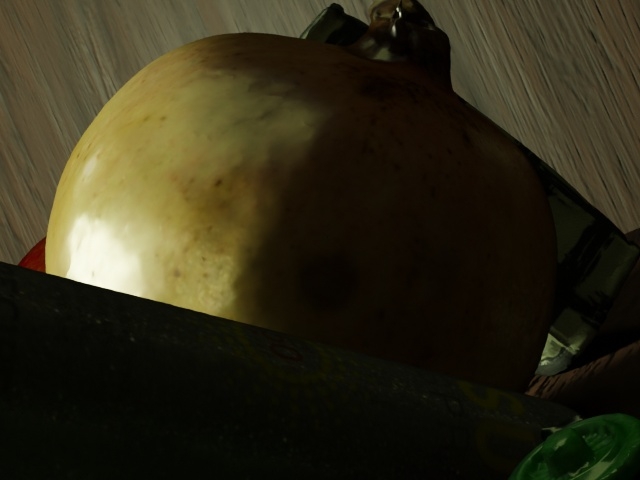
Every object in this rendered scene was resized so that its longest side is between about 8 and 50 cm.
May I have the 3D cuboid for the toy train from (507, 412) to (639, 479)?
[{"bbox_3d":[0.005,0.129,0.389,0.251,0.085,0.119,-28,14,11],"label":"toy train"}]

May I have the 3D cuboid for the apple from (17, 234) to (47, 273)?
[{"bbox_3d":[-0.165,0.118,1.407,0.288,0.288,0.317,-24,9,8],"label":"apple"}]

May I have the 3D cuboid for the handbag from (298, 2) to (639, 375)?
[{"bbox_3d":[0.068,-0.014,1.335,0.162,0.325,0.327,-53,3,-19],"label":"handbag"}]

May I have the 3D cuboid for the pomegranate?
[{"bbox_3d":[0.000,0.000,0.972,0.338,0.338,0.338,-24,-1,0],"label":"pomegranate"}]

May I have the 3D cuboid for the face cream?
[{"bbox_3d":[-0.002,0.068,0.477,0.283,0.073,0.073,16,-22,-27],"label":"face cream"}]
